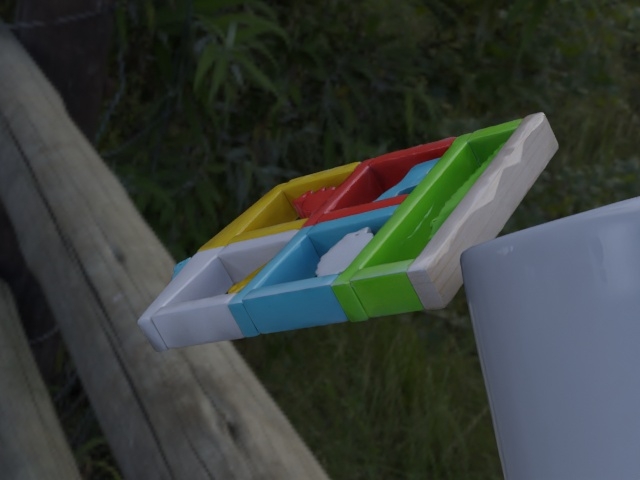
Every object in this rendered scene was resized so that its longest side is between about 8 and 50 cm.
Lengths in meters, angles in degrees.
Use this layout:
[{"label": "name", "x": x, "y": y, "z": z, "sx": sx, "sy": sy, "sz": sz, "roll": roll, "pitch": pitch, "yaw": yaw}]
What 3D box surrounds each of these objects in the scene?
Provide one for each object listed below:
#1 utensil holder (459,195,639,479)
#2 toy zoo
[{"label": "utensil holder", "x": 0.253, "y": 0.157, "z": 0.532, "sx": 0.327, "sy": 0.386, "sz": 0.327, "roll": -14, "pitch": -5, "yaw": -1}, {"label": "toy zoo", "x": 0.000, "y": 0.000, "z": 0.779, "sx": 0.293, "sy": 0.030, "sz": 0.192, "roll": -12, "pitch": 25, "yaw": 41}]
